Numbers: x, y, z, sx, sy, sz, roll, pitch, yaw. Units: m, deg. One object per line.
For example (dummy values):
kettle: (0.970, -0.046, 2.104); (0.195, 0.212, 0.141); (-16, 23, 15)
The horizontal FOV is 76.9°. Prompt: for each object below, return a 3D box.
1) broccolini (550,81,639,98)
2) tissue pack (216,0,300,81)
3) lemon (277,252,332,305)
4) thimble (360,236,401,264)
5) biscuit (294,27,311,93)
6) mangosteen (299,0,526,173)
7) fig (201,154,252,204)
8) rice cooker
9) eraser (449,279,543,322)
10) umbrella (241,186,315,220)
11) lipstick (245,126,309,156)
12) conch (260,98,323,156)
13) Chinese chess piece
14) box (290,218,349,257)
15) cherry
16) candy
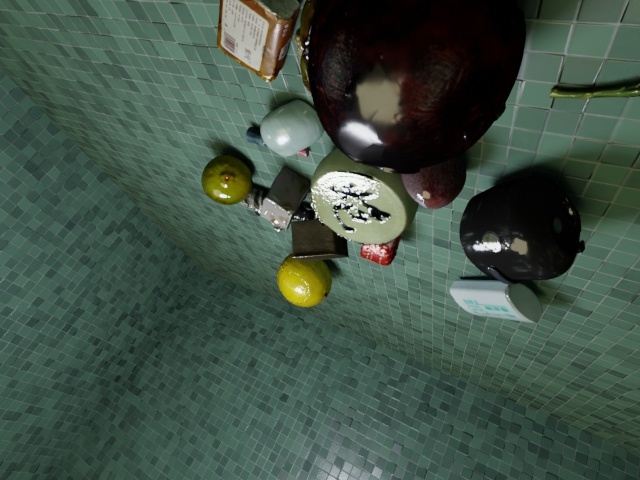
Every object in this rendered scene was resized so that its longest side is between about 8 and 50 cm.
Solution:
broccolini: (0.550, -0.275, 0.733); (0.239, 0.051, 0.054); (18, 161, 42)
tissue pack: (-0.159, -0.521, 0.981); (0.183, 0.092, 0.226); (32, 156, -6)
lemon: (-0.085, 0.204, 2.125); (0.297, 0.297, 0.297); (25, 156, 12)
thimble: (0.227, 0.001, 1.504); (0.124, 0.163, 0.190); (21, 156, 17)
biscuit: (-0.016, -0.445, 1.003); (0.082, 0.070, 0.169); (11, 150, 18)
mangosteen: (0.140, -0.309, 0.735); (0.381, 0.381, 0.421); (46, 166, -33)
fig: (-0.394, -0.243, 1.681); (0.207, 0.207, 0.230); (37, 155, -17)
rice cooker: (0.512, -0.024, 1.024); (0.267, 0.267, 0.224); (40, 152, -24)
eraser: (0.649, 0.220, 1.504); (0.189, 0.104, 0.290); (35, 163, -17)
umbrella: (-0.186, -0.142, 1.760); (0.357, 0.113, 0.106); (19, 156, 18)
lipstick: (-0.148, -0.334, 1.400); (0.234, 0.054, 0.053); (22, 156, 14)
conch: (-0.090, -0.342, 1.265); (0.184, 0.121, 0.221); (8, 164, -30)
Chinese chess piece: (0.135, -0.138, 1.282); (0.349, 0.147, 0.349); (18, 146, 13)
box: (0.000, 0.003, 1.614); (0.184, 0.143, 0.273); (-6, 173, 14)
cherry: (0.298, -0.170, 1.071); (0.176, 0.176, 0.140); (24, 138, 12)
candy: (-0.141, -0.157, 1.580); (0.137, 0.195, 0.185); (28, 153, -1)
